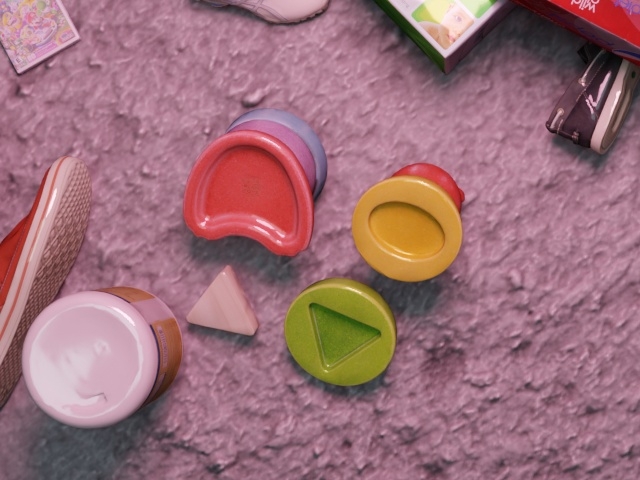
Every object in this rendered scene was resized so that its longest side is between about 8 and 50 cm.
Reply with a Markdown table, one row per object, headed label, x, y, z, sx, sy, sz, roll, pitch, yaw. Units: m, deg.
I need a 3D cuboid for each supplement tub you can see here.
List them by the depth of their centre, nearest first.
| label | x | y | z | sx | sy | sz | roll | pitch | yaw |
| --- | --- | --- | --- | --- | --- | --- | --- | --- | --- |
| supplement tub | -0.233 | 0.124 | 1.228 | 0.144 | 0.199 | 0.144 | 0 | 90 | 5 |

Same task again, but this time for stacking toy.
| label | x | y | z | sx | sy | sz | roll | pitch | yaw |
| --- | --- | --- | --- | --- | --- | --- | --- | --- | --- |
| stacking toy | 0.000 | 0.000 | 1.282 | 0.308 | 0.130 | 0.280 | 21 | 118 | 7 |

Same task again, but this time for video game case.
| label | x | y | z | sx | sy | sz | roll | pitch | yaw |
| --- | --- | --- | --- | --- | --- | --- | --- | --- | --- |
| video game case | -0.354 | -0.274 | 1.330 | 0.087 | 0.011 | 0.122 | -29 | 88 | 4 |

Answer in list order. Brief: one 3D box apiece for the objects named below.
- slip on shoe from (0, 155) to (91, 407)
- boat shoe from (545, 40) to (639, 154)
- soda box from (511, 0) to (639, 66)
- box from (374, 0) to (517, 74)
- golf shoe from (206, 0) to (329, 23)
| label | x | y | z | sx | sy | sz | roll | pitch | yaw |
| --- | --- | --- | --- | --- | --- | --- | --- | --- | --- |
| slip on shoe | -0.364 | 0.048 | 1.285 | 0.101 | 0.123 | 0.331 | 28 | 97 | 8 |
| boat shoe | 0.329 | -0.216 | 1.243 | 0.079 | 0.084 | 0.233 | 24 | 87 | 29 |
| soda box | 0.313 | -0.244 | 1.140 | 0.263 | 0.083 | 0.092 | 24 | 94 | -13 |
| box | 0.133 | -0.363 | 1.236 | 0.231 | 0.127 | 0.262 | -43 | 86 | 5 |
| golf shoe | -0.075 | -0.293 | 1.271 | 0.176 | 0.086 | 0.069 | 6 | 89 | 3 |
